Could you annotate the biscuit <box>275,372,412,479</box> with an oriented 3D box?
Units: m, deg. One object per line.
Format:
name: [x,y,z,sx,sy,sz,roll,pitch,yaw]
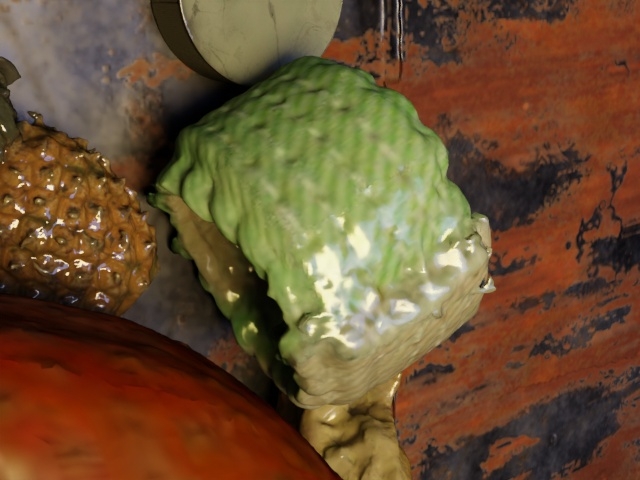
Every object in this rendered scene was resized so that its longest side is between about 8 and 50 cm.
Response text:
biscuit: [-0.003,0.216,0.667,0.091,0.213,0.274,15,51,-14]

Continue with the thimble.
thimble: [0.000,0.000,0.610,0.150,0.219,0.219,-35,121,-16]

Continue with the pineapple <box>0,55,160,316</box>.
pineapple: [-0.191,-0.059,0.520,0.125,0.125,0.251,-41,118,-23]

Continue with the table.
table: [-0.049,-0.173,0.644,0.133,0.043,0.133,-10,107,-36]

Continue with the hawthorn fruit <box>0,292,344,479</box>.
hawthorn fruit: [-0.135,0.199,0.404,0.402,0.403,0.403,-11,108,-36]
